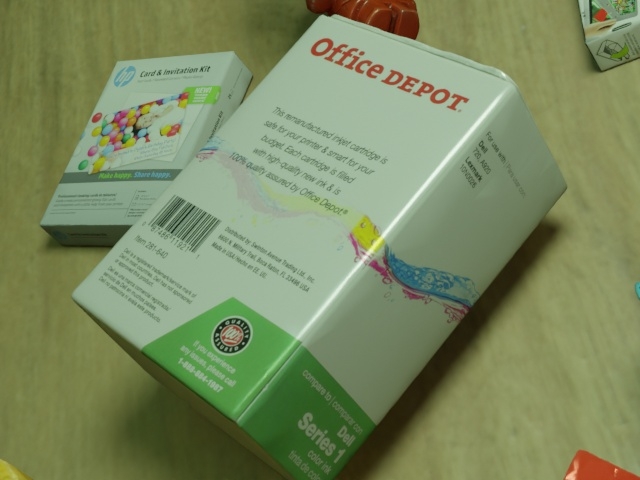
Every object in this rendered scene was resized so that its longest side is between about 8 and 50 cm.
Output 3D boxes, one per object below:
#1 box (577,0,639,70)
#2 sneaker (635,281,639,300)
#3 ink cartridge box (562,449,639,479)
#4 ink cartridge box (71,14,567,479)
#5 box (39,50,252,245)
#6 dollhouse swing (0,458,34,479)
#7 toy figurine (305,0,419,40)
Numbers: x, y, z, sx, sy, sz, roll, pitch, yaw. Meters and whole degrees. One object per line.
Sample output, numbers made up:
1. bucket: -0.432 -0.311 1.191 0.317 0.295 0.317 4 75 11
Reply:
1. box: 0.249 -0.233 1.032 0.114 0.036 0.207 -19 49 23
2. sneaker: 0.299 0.004 0.752 0.208 0.127 0.319 20 69 41
3. ink cartridge box: 0.165 0.230 0.648 0.189 0.066 0.232 25 68 14
4. ink cartridge box: 0.000 0.000 0.910 0.278 0.117 0.201 -50 44 -11
5. box: -0.155 -0.082 1.198 0.145 0.038 0.186 1 57 35
6. dollhouse swing: -0.142 0.192 0.756 0.315 0.347 0.305 -26 46 17
7. toy figurine: 0.048 -0.285 1.090 0.213 0.209 0.148 -41 38 1
